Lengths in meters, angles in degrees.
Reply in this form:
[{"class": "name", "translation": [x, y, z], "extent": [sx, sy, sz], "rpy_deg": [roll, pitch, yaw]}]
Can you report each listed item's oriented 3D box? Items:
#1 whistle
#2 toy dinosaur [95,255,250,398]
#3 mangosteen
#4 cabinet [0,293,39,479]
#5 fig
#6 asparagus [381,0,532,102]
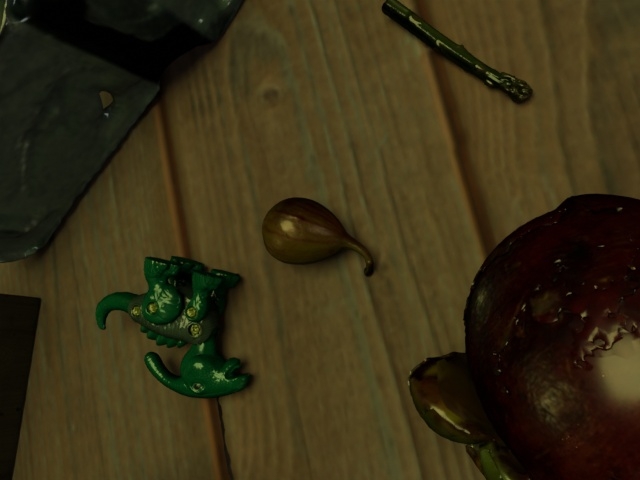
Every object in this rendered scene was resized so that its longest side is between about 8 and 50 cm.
[{"class": "whistle", "translation": [-0.188, -0.172, 0.525], "extent": [0.188, 0.168, 0.405], "rpy_deg": [9, 89, 26]}, {"class": "toy dinosaur", "translation": [-0.109, 0.062, 0.511], "extent": [0.132, 0.059, 0.096], "rpy_deg": [12, 91, 17]}, {"class": "mangosteen", "translation": [0.141, 0.072, 0.352], "extent": [0.166, 0.166, 0.180], "rpy_deg": [54, 128, 22]}, {"class": "cabinet", "translation": [-0.360, 0.138, 0.552], "extent": [0.174, 0.148, 0.215], "rpy_deg": [4, 81, 24]}, {"class": "fig", "translation": [0.000, 0.000, 0.481], "extent": [0.083, 0.050, 0.050], "rpy_deg": [23, 90, 7]}, {"class": "asparagus", "translation": [0.092, -0.131, 0.476], "extent": [0.127, 0.018, 0.015], "rpy_deg": [41, 58, 21]}]
